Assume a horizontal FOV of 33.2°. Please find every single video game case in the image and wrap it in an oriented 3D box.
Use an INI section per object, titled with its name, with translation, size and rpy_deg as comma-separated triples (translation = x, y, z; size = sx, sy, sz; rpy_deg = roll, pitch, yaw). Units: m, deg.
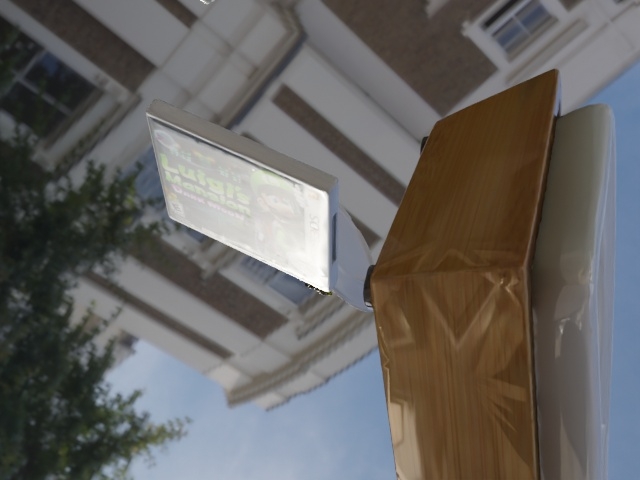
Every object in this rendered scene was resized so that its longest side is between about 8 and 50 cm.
[video game case]
translation = -0.070, -0.038, 1.009
size = 0.190, 0.173, 0.022
rpy_deg = 25, -120, 16

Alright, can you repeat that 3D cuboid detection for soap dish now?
[soap dish]
translation = 0.114, 0.074, 0.646
size = 0.118, 0.290, 0.229
rpy_deg = 1, -148, 17

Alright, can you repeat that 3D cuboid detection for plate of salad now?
[plate of salad]
translation = 0.000, 0.000, 1.207
size = 0.048, 0.200, 0.199
rpy_deg = -34, -139, 19

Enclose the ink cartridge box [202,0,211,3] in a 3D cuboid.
[ink cartridge box]
translation = -0.188, -0.414, 1.410
size = 0.127, 0.175, 0.072
rpy_deg = -52, -149, 17
